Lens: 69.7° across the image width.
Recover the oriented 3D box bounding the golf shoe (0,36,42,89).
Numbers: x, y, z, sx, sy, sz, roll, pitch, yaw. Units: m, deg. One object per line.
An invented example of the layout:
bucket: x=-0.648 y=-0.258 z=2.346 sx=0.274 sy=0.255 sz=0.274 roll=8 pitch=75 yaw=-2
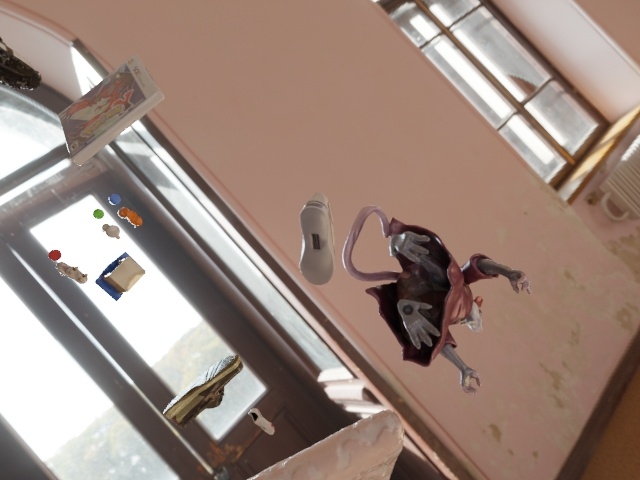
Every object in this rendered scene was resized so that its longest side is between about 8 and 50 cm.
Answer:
golf shoe: x=-0.592 y=-0.349 z=0.823 sx=0.077 sy=0.198 sz=0.094 roll=-45 pitch=26 yaw=41

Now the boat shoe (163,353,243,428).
boat shoe: x=-0.251 y=0.342 z=1.035 sx=0.223 sy=0.073 sz=0.080 roll=-38 pitch=10 yaw=9

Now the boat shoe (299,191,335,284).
boat shoe: x=0.000 y=0.000 z=1.149 sx=0.084 sy=0.095 sz=0.258 roll=-69 pitch=-13 yaw=-49

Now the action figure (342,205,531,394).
action figure: x=0.210 y=0.118 z=0.857 sx=0.370 sy=0.276 sz=0.248 roll=19 pitch=-81 yaw=-59

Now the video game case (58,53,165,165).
video game case: x=-0.404 y=-0.255 z=0.876 sx=0.201 sy=0.183 sz=0.023 roll=-39 pitch=-38 yaw=1

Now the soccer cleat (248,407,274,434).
soccer cleat: x=-0.153 y=0.470 z=1.189 sx=0.029 sy=0.083 sz=0.035 roll=-49 pitch=-19 yaw=10

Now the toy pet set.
toy pet set: x=-0.301 y=0.019 z=0.649 sx=0.065 sy=0.114 sz=0.122 roll=-11 pitch=36 yaw=49

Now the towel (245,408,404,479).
towel: x=-0.049 y=0.366 z=0.579 sx=0.332 sy=0.053 sz=0.317 roll=-22 pitch=-43 yaw=-18
